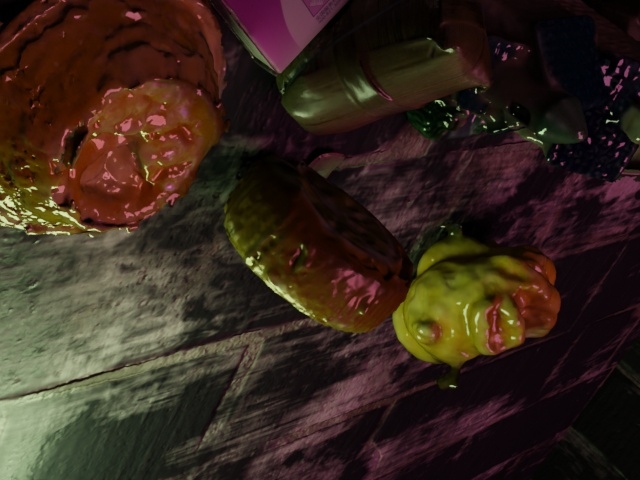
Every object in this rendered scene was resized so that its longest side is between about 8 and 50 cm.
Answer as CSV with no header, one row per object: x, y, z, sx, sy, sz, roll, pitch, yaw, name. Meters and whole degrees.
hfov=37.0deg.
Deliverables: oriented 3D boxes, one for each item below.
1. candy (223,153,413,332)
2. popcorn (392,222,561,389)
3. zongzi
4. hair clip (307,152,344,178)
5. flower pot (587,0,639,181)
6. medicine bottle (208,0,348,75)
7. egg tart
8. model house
0.000,0.000,1.183,0.118,0.260,0.260,-47,152,19,candy
0.270,0.100,1.696,0.297,0.281,0.316,-14,-171,16,popcorn
0.066,-0.266,1.106,0.251,0.274,0.125,-15,149,27,zongzi
-0.012,-0.068,1.315,0.054,0.022,0.137,-8,134,-47,hair clip
0.505,-0.269,1.505,0.290,0.290,0.259,-28,136,-29,flower pot
-0.025,-0.291,0.989,0.201,0.052,0.171,-46,151,-2,medicine bottle
-0.199,-0.106,0.927,0.315,0.120,0.315,-31,148,-22,egg tart
0.322,-0.204,1.324,0.298,0.284,0.243,-17,136,-41,model house
